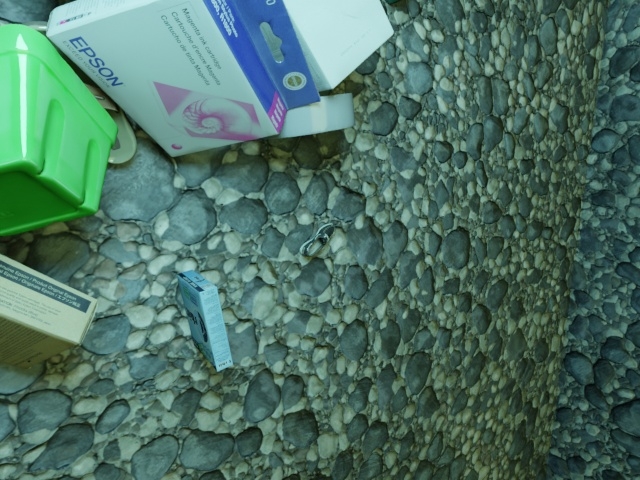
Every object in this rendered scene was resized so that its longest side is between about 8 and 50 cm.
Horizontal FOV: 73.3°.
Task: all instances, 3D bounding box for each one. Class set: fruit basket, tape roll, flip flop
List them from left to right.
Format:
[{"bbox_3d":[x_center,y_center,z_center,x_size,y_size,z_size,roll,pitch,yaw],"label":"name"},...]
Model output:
[{"bbox_3d":[-0.516,-0.197,0.595,0.392,0.392,0.283,-52,167,-15],"label":"fruit basket"},{"bbox_3d":[-0.410,-0.236,0.745,0.112,0.080,0.277,-15,138,-3],"label":"flip flop"},{"bbox_3d":[-0.033,-0.279,0.967,0.219,0.219,0.072,-19,111,-30],"label":"tape roll"}]

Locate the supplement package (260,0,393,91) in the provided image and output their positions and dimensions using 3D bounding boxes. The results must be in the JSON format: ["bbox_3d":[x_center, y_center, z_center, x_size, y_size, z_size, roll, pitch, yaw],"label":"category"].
[{"bbox_3d":[-0.034,-0.443,0.904,0.199,0.263,0.198,-47,121,-18],"label":"supplement package"}]

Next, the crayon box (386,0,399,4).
[{"bbox_3d":[0.147,-0.792,1.067,0.318,0.081,0.202,33,81,-34],"label":"crayon box"}]

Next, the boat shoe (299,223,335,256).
[{"bbox_3d":[0.000,0.000,1.160,0.125,0.038,0.046,-37,119,-22],"label":"boat shoe"}]

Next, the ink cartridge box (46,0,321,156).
[{"bbox_3d":[-0.194,-0.281,0.726,0.324,0.330,0.071,55,29,-62],"label":"ink cartridge box"}]

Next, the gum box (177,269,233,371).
[{"bbox_3d":[-0.256,0.171,0.948,0.041,0.157,0.184,-17,109,-31],"label":"gum box"}]

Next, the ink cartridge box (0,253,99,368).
[{"bbox_3d":[-0.520,0.122,0.710,0.193,0.235,0.088,38,42,-35],"label":"ink cartridge box"}]
